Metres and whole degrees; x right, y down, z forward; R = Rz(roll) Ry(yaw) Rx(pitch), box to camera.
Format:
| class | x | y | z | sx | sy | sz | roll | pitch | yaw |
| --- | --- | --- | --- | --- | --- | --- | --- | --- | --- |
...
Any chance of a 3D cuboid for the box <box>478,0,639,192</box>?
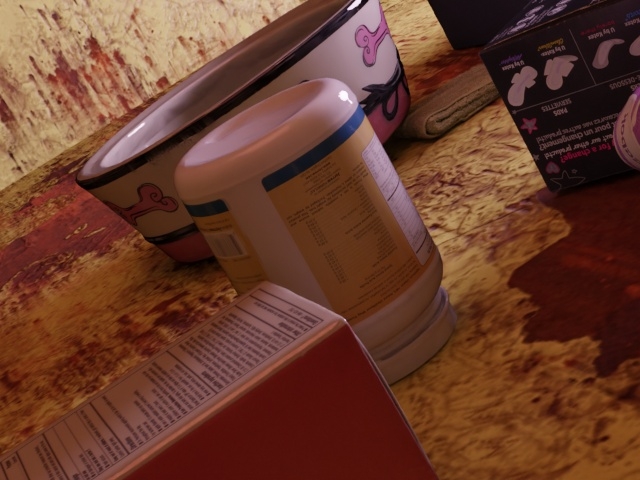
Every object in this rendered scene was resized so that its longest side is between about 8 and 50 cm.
| class | x | y | z | sx | sy | sz | roll | pitch | yaw |
| --- | --- | --- | --- | --- | --- | --- | --- | --- | --- |
| box | 0.271 | -0.169 | 1.076 | 0.163 | 0.142 | 0.247 | -17 | 20 | 41 |

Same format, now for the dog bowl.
| class | x | y | z | sx | sy | sz | roll | pitch | yaw |
| --- | --- | --- | --- | --- | --- | --- | --- | --- | --- |
| dog bowl | -0.074 | -0.131 | 1.487 | 0.408 | 0.150 | 0.408 | -32 | 16 | 10 |

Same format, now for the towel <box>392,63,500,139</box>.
| class | x | y | z | sx | sy | sz | roll | pitch | yaw |
| --- | --- | --- | --- | --- | --- | --- | --- | --- | --- |
| towel | 0.151 | -0.158 | 1.445 | 0.148 | 0.027 | 0.110 | -35 | 16 | -16 |

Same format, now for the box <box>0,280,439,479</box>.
| class | x | y | z | sx | sy | sz | roll | pitch | yaw |
| --- | --- | --- | --- | --- | --- | --- | --- | --- | --- |
| box | -0.073 | 0.145 | 0.754 | 0.232 | 0.127 | 0.148 | -34 | 17 | -13 |

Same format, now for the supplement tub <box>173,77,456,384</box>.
| class | x | y | z | sx | sy | sz | roll | pitch | yaw |
| --- | --- | --- | --- | --- | --- | --- | --- | --- | --- |
| supplement tub | 0.000 | 0.000 | 0.928 | 0.144 | 0.199 | 0.144 | -27 | 17 | 9 |

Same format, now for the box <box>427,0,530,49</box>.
| class | x | y | z | sx | sy | sz | roll | pitch | yaw |
| --- | --- | --- | --- | --- | --- | --- | --- | --- | --- |
| box | 0.326 | -0.405 | 1.610 | 0.312 | 0.179 | 0.343 | -38 | 18 | -21 |

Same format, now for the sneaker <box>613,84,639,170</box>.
| class | x | y | z | sx | sy | sz | roll | pitch | yaw |
| --- | --- | --- | --- | --- | --- | --- | --- | --- | --- |
| sneaker | 0.316 | -0.126 | 0.846 | 0.282 | 0.102 | 0.161 | -23 | -4 | -15 |
